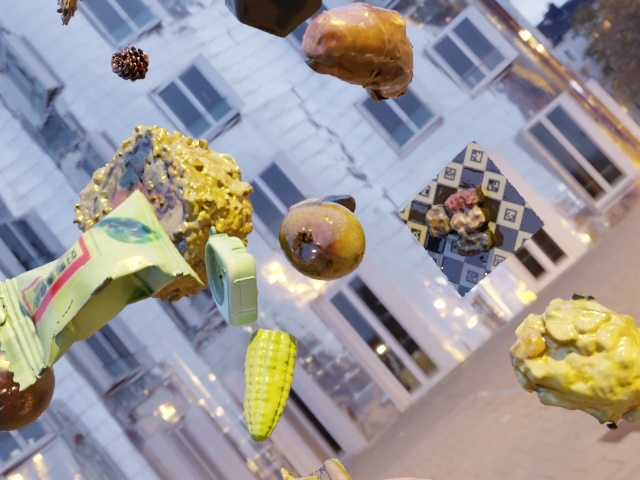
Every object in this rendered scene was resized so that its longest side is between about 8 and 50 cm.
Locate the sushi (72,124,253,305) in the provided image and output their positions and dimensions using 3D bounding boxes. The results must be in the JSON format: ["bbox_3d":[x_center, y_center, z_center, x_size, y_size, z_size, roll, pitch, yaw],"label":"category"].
[{"bbox_3d":[-0.342,-0.067,2.052,0.351,0.396,0.240,-51,-37,12],"label":"sushi"}]

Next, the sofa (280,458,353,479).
[{"bbox_3d":[-0.008,0.483,1.351,0.182,0.200,0.258,15,-65,-46],"label":"sofa"}]

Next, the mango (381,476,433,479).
[{"bbox_3d":[0.149,0.480,1.661,0.165,0.089,0.115,-17,-33,21],"label":"mango"}]

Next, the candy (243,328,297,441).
[{"bbox_3d":[-0.098,0.264,1.659,0.097,0.096,0.210,119,160,-66],"label":"candy"}]

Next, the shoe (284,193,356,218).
[{"bbox_3d":[-0.005,-0.071,2.006,0.194,0.074,0.077,-24,42,33],"label":"shoe"}]

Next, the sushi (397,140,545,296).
[{"bbox_3d":[0.277,-0.039,1.762,0.231,0.220,0.047,-46,-19,29],"label":"sushi"}]

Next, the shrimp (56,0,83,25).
[{"bbox_3d":[-0.371,-0.429,1.488,0.034,0.124,0.178,-76,1,-69],"label":"shrimp"}]

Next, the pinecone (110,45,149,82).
[{"bbox_3d":[-0.403,-0.372,1.918,0.077,0.077,0.083,-44,2,21],"label":"pinecone"}]

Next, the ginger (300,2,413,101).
[{"bbox_3d":[0.101,-0.369,1.782,0.172,0.165,0.321,-38,-29,24],"label":"ginger"}]

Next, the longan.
[{"bbox_3d":[0.000,0.000,1.608,0.154,0.145,0.176,-10,-6,20],"label":"longan"}]

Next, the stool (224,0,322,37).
[{"bbox_3d":[-0.112,-0.584,2.043,0.232,0.141,0.232,-12,-57,-19],"label":"stool"}]

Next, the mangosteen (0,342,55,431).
[{"bbox_3d":[-0.767,0.342,2.220,0.228,0.228,0.265,-39,24,-9],"label":"mangosteen"}]

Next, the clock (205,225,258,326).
[{"bbox_3d":[-0.171,0.057,1.690,0.060,0.188,0.148,-13,-56,-19],"label":"clock"}]

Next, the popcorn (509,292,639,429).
[{"bbox_3d":[0.507,0.232,1.719,0.215,0.286,0.252,-62,-25,-23],"label":"popcorn"}]

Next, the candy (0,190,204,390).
[{"bbox_3d":[-0.450,0.090,1.726,0.398,0.263,0.172,-35,-43,3],"label":"candy"}]
